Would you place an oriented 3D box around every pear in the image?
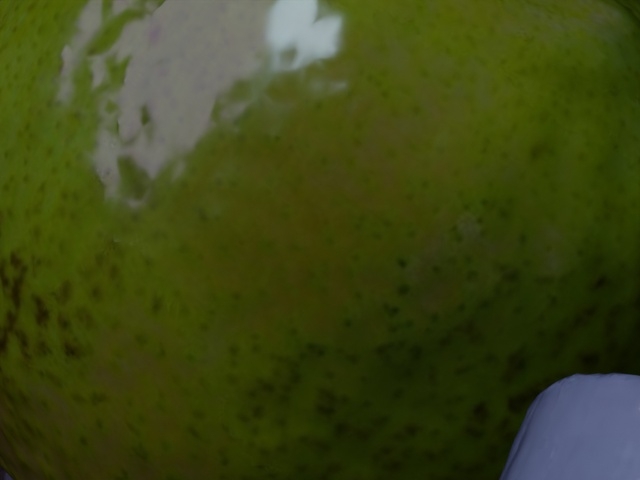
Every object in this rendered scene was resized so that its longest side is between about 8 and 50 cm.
[{"bbox_3d":[0.000,0.000,0.836,0.391,0.391,0.391,-45,29,33],"label":"pear"}]

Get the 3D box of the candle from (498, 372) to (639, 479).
[{"bbox_3d":[0.129,0.167,0.562,0.221,0.221,0.342,-4,57,62],"label":"candle"}]
